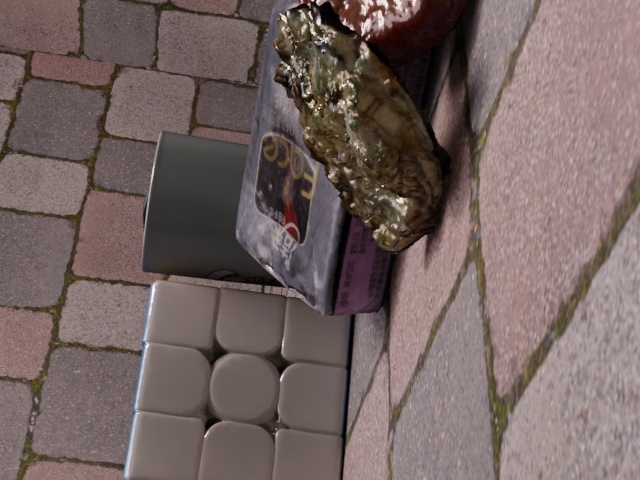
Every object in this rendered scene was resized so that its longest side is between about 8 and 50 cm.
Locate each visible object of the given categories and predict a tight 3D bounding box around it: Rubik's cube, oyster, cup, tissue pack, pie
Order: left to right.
[{"bbox_3d":[-0.126,0.251,1.538,0.292,0.291,0.291,109,167,-65],"label":"Rubik's cube"},{"bbox_3d":[-0.097,-0.036,1.536,0.205,0.312,0.206,-172,90,-85],"label":"cup"},{"bbox_3d":[0.013,-0.119,1.262,0.259,0.122,0.361,41,125,53],"label":"tissue pack"},{"bbox_3d":[0.035,-0.107,1.023,0.260,0.092,0.198,57,164,-24],"label":"oyster"},{"bbox_3d":[0.061,-0.271,1.042,0.218,0.054,0.205,-10,79,40],"label":"pie"}]
